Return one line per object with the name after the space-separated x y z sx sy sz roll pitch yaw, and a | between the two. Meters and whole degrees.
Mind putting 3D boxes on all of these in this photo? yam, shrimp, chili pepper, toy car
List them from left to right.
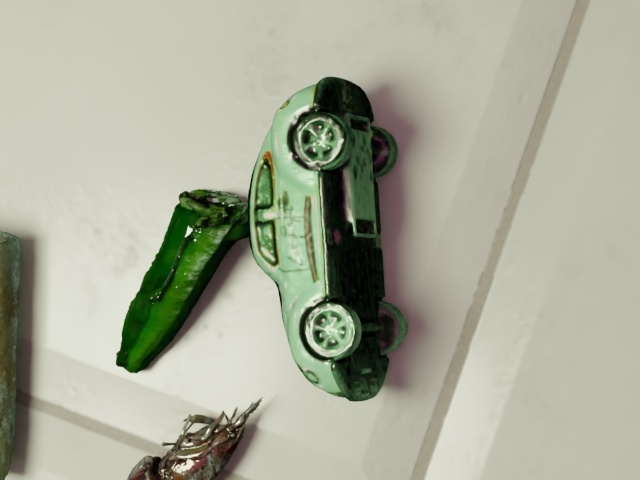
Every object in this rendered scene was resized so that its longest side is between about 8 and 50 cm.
-0.349 0.111 1.483 0.093 0.093 0.259 1 87 10 | yam
-0.143 0.037 1.464 0.062 0.108 0.216 30 102 -23 | chili pepper
-0.120 0.204 1.454 0.165 0.056 0.065 -44 75 2 | shrimp
0.000 0.000 1.410 0.125 0.136 0.306 -3 88 24 | toy car
